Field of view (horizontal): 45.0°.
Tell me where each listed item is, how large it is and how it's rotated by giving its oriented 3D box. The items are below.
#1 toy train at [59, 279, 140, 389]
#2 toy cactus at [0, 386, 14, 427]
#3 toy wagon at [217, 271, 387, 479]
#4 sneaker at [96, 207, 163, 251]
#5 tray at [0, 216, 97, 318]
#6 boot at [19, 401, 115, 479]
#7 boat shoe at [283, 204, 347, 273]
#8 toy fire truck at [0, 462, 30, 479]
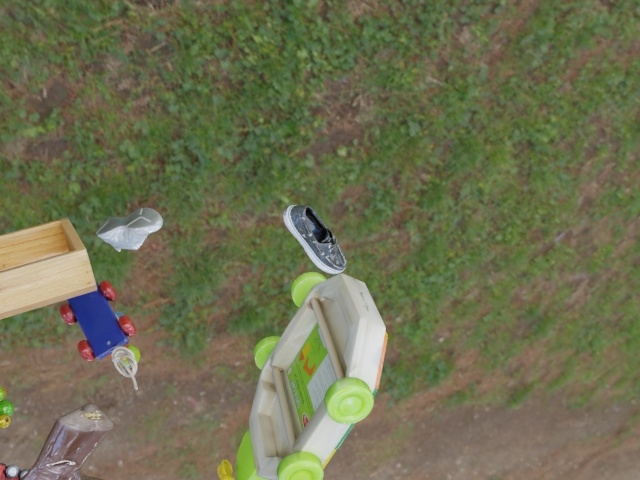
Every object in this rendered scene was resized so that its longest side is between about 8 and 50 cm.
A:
[{"bbox_3d":[-0.376,0.203,1.437,0.105,0.248,0.143,-32,152,-9],"label":"toy train"},{"bbox_3d":[-0.570,0.277,1.193,0.181,0.112,0.219,1,175,-18],"label":"toy cactus"},{"bbox_3d":[-0.033,0.210,1.029,0.068,0.267,0.344,23,111,-22],"label":"toy wagon"},{"bbox_3d":[-0.333,-0.017,1.396,0.152,0.053,0.061,-10,131,35],"label":"sneaker"},{"bbox_3d":[-0.556,0.077,1.139,0.411,0.203,0.076,-18,112,-20],"label":"tray"},{"bbox_3d":[-0.210,0.196,0.702,0.106,0.037,0.114,15,115,-50],"label":"boot"},{"bbox_3d":[0.000,0.000,1.152,0.040,0.049,0.142,-11,133,41],"label":"boat shoe"},{"bbox_3d":[-0.472,0.392,1.118,0.047,0.135,0.192,-13,143,44],"label":"toy fire truck"}]
